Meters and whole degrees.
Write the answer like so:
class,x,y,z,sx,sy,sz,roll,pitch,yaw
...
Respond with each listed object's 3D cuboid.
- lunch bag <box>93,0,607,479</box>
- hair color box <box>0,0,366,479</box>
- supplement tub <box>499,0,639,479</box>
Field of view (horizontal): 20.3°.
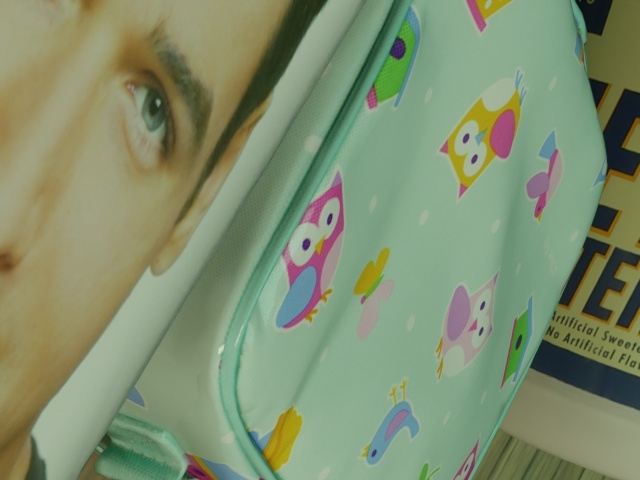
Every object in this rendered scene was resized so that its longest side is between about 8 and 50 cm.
class,x,y,z,sx,sy,sz,roll,pitch,yaw
lunch bag,0.000,0.000,0.608,0.224,0.108,0.279,-60,154,-16
hair color box,-0.122,-0.001,0.331,0.374,0.114,0.185,-61,155,-23
supplement tub,0.204,-0.051,0.854,0.235,0.235,0.324,3,105,-66
